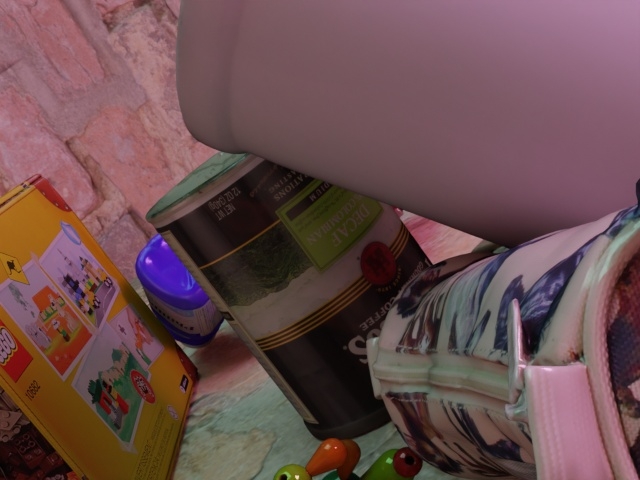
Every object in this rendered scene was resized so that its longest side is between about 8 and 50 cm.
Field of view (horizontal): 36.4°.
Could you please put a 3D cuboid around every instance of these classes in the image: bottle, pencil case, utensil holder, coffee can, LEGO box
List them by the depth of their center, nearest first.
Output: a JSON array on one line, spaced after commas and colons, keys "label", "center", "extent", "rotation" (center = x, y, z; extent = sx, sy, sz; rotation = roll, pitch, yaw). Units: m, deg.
[{"label": "pencil case", "center": [0.135, 0.066, 0.515], "extent": [0.184, 0.159, 0.410], "rotation": [5, -8, -7]}, {"label": "utensil holder", "center": [0.137, -0.156, 0.704], "extent": [0.327, 0.386, 0.327], "rotation": [22, -90, -82]}, {"label": "coffee can", "center": [-0.009, 0.026, 0.951], "extent": [0.202, 0.275, 0.201], "rotation": [-35, 13, 9]}, {"label": "LEGO box", "center": [-0.352, 0.160, 1.158], "extent": [0.193, 0.372, 0.500], "rotation": [-35, 12, 8]}, {"label": "bottle", "center": [-0.194, 0.085, 1.412], "extent": [0.092, 0.118, 0.283], "rotation": [-52, -12, -20]}]

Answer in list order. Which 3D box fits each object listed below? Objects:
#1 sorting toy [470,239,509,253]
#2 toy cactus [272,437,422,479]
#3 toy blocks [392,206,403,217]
[{"label": "sorting toy", "center": [0.250, -0.061, 0.994], "extent": [0.348, 0.047, 0.196], "rotation": [-39, 5, -38]}, {"label": "toy cactus", "center": [-0.020, 0.223, 0.733], "extent": [0.219, 0.112, 0.180], "rotation": [-40, -6, -7]}, {"label": "toy blocks", "center": [0.000, 0.000, 1.317], "extent": [0.381, 0.191, 0.261], "rotation": [-43, 19, 18]}]
